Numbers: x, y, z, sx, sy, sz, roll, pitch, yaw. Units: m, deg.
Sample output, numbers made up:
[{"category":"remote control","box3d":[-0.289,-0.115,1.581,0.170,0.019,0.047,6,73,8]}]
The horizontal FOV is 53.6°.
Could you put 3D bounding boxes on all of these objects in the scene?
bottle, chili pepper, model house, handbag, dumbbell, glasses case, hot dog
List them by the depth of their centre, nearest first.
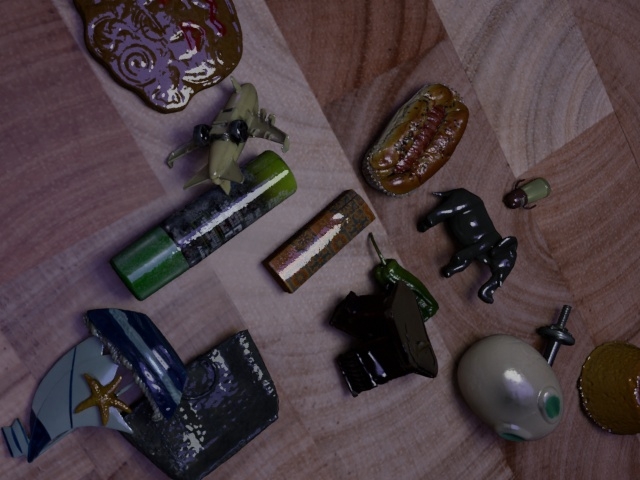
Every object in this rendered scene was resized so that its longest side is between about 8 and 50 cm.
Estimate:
[{"category":"bottle","box3d":[-0.192,-0.028,1.068,0.330,0.093,0.093,-38,103,-18]},{"category":"handbag","box3d":[-0.195,0.288,1.078,0.270,0.089,0.175,-35,92,-15]},{"category":"glasses case","box3d":[0.000,0.000,1.171,0.218,0.049,0.075,-41,105,-17]},{"category":"model house","box3d":[0.105,0.184,1.184,0.141,0.164,0.203,-18,91,-59]},{"category":"chili pepper","box3d":[0.149,0.084,1.226,0.072,0.073,0.204,-45,105,-2]},{"category":"hot dog","box3d":[0.191,-0.194,1.238,0.144,0.075,0.268,43,72,-14]},{"category":"dumbbell","box3d":[0.486,0.256,1.354,0.082,0.082,0.253,27,80,-20]},{"category":"bottle","box3d":[0.439,-0.099,1.358,0.101,0.047,0.063,-23,62,-17]}]

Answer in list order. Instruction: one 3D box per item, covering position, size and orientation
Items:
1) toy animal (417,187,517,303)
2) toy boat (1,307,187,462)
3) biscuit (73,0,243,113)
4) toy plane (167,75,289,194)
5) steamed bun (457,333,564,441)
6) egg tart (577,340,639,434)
[{"category":"toy animal","box3d":[0.304,0.005,1.262,0.146,0.114,0.245,-29,101,-19]},{"category":"toy boat","box3d":[-0.370,0.244,1.012,0.291,0.067,0.220,-36,89,-4]},{"category":"biscuit","box3d":[-0.266,-0.370,1.065,0.257,0.049,0.273,-44,104,-16]},{"category":"toy plane","box3d":[-0.149,-0.184,1.062,0.092,0.229,0.244,55,38,-50]},{"category":"steamed bun","box3d":[0.380,0.300,1.252,0.177,0.131,0.228,-38,92,13]},{"category":"egg tart","box3d":[0.696,0.326,1.396,0.215,0.171,0.215,2,79,-10]}]
